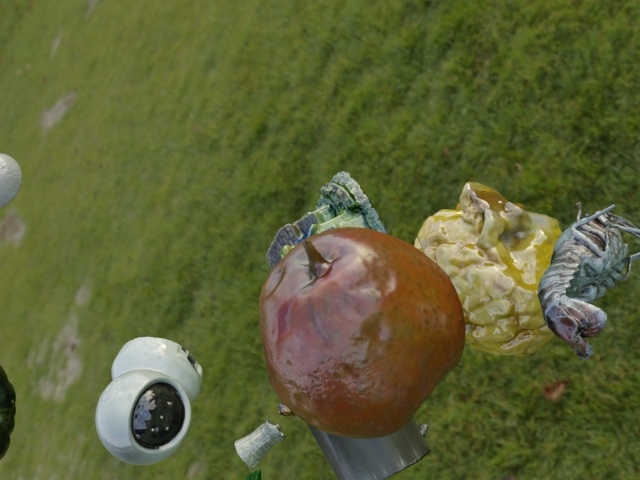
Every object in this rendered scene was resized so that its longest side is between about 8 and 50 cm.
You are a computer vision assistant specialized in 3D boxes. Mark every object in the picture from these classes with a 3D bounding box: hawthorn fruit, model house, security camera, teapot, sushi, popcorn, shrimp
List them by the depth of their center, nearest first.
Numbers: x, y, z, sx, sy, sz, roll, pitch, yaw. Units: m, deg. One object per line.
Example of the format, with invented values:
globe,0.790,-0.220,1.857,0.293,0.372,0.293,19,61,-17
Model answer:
hawthorn fruit,0.033,0.098,1.266,0.277,0.298,0.277,-19,42,18
shrimp,0.440,0.044,1.564,0.166,0.410,0.221,26,124,26
teapot,-0.099,0.338,1.633,0.083,0.057,0.067,-38,26,7
model house,0.000,0.000,1.778,0.195,0.189,0.214,63,163,2
security camera,-0.349,0.332,1.919,0.194,0.194,0.236,-41,21,37
popcorn,0.391,0.083,2.181,0.354,0.344,0.390,-25,64,34
sushi,-0.075,0.395,2.322,0.099,0.047,0.050,-64,-10,-65

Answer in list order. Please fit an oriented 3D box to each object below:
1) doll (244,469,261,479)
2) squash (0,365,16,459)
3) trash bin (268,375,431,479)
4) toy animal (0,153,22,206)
doll,-0.156,0.511,1.767,0.106,0.186,0.134,-30,77,35
squash,-0.522,0.242,1.318,0.172,0.218,0.218,124,157,-64
trash bin,0.065,0.341,1.958,0.301,0.252,0.203,61,145,6
toy animal,-0.591,-0.111,1.552,0.221,0.131,0.104,17,-85,-77
